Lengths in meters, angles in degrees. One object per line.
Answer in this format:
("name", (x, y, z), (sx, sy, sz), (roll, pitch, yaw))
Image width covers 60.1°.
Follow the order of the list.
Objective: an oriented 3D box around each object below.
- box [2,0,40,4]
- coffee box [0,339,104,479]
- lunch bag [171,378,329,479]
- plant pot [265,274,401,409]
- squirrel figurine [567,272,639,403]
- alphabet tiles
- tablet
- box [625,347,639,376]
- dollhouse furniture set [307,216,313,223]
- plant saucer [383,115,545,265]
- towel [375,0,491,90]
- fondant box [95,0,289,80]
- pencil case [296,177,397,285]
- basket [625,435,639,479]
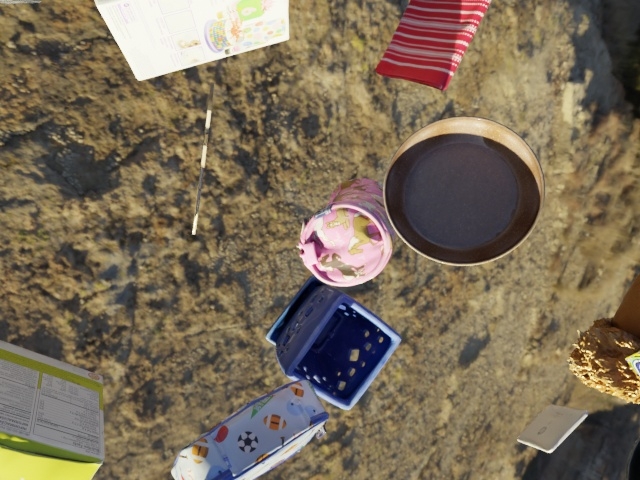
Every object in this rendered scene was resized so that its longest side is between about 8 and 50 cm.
("box", (-0.606, -0.497, 0.941), (0.207, 0.108, 0.153), (-19, 117, -55))
("coffee box", (-0.697, 0.447, 1.162), (0.338, 0.334, 0.337), (31, 94, -29))
("lunch bag", (-0.129, 0.398, 1.074), (0.304, 0.114, 0.243), (-19, 153, -33))
("plant pot", (0.017, 0.240, 1.384), (0.236, 0.212, 0.235), (38, 88, -32))
("squirrel figurine", (0.726, 0.241, 1.121), (0.280, 0.397, 0.370), (61, 19, -11))
("alphabet tiles", (-0.291, -0.199, 1.367), (0.011, 0.285, 0.342), (7, 126, -13))
("tablet", (0.226, 0.183, 0.545), (0.054, 0.006, 0.083), (-41, 171, -9))
("box", (0.576, 0.176, 0.894), (0.059, 0.054, 0.168), (-27, 157, -18))
("dollhouse furniture set", (0.000, 0.000, 1.515), (0.076, 0.058, 0.151), (-24, 138, -24))
("plant saucer", (0.182, -0.062, 0.715), (0.198, 0.199, 0.036), (-65, 164, -7))
("towel", (0.232, -0.441, 1.099), (0.031, 0.199, 0.274), (17, 102, -44))
("fondant box", (-0.229, -0.444, 1.043), (0.331, 0.096, 0.238), (-17, 167, -6))
("pencil case", (0.069, -0.032, 1.132), (0.160, 0.167, 0.386), (-54, 180, 17))
("basket", (0.414, 0.260, 0.494), (0.226, 0.205, 0.154), (53, 20, -26))
